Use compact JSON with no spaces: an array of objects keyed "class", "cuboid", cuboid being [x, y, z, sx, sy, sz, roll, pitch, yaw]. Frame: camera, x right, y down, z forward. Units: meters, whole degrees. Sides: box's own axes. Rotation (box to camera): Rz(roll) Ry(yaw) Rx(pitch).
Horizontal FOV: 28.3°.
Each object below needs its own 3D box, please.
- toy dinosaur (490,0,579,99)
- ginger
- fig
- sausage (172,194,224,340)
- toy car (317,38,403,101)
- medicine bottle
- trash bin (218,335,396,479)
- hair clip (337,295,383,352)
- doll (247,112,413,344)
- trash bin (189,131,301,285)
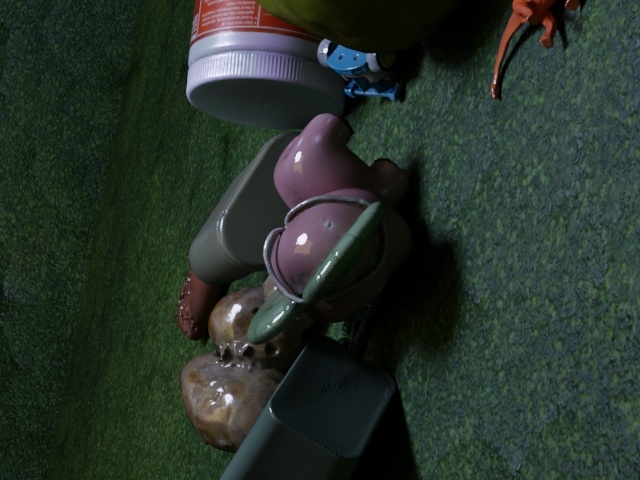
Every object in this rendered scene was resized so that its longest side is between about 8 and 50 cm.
[{"class":"toy dinosaur","cuboid":[0.243,-0.259,1.423,0.101,0.055,0.279,-90,19,-50]},{"class":"ginger","cuboid":[-0.104,0.177,1.971,0.244,0.155,0.304,11,86,52]},{"class":"fig","cuboid":[0.035,-0.408,1.620,0.343,0.343,0.343,-170,90,-69]},{"class":"sausage","cuboid":[-0.212,0.055,2.430,0.087,0.079,0.327,-63,-5,-62]},{"class":"toy car","cuboid":[0.085,-0.283,1.822,0.126,0.098,0.161,10,60,44]},{"class":"medicine bottle","cuboid":[-0.077,-0.325,2.001,0.252,0.252,0.241,155,124,-65]},{"class":"trash bin","cuboid":[-0.043,0.319,1.681,0.343,0.158,0.223,-60,-4,32]},{"class":"hair clip","cuboid":[0.044,0.140,1.777,0.049,0.049,0.173,-123,46,-61]},{"class":"doll","cuboid":[0.000,0.000,1.663,0.284,0.216,0.268,-44,9,51]},{"class":"trash bin","cuboid":[-0.105,-0.045,2.067,0.243,0.121,0.247,-58,11,-19]}]
